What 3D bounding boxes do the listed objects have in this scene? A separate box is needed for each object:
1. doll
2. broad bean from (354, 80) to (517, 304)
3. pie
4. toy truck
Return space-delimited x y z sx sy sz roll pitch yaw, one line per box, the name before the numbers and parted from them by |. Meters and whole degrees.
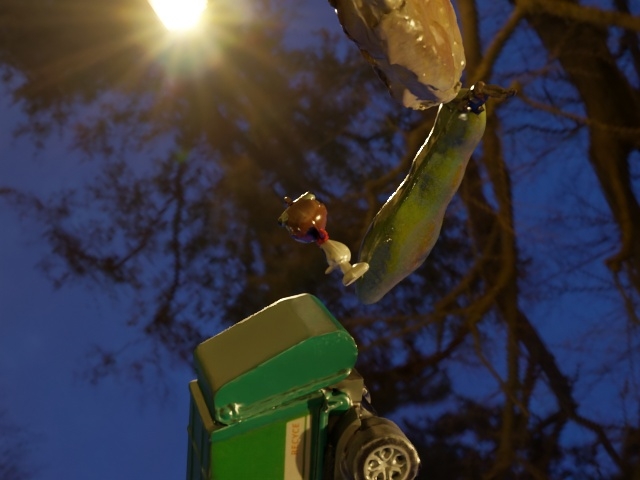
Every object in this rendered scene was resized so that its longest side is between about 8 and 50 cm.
doll | 0.001 0.000 0.986 0.040 0.058 0.085 -40 -116 -6
broad bean | 0.099 -0.048 1.122 0.075 0.067 0.325 -60 175 -49
pie | 0.024 -0.161 0.600 0.046 0.195 0.195 -20 -147 15
toy truck | -0.016 0.162 0.695 0.124 0.254 0.114 2 -167 -15
